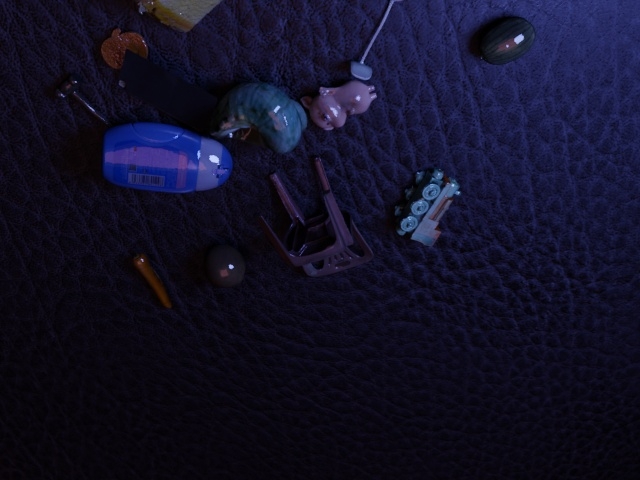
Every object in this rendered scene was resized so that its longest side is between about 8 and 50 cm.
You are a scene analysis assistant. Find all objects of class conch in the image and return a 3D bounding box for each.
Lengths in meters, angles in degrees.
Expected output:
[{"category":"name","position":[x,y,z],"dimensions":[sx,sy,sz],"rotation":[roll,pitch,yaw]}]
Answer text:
[{"category":"conch","position":[-0.117,-0.240,1.269],"dimensions":[0.188,0.121,0.176],"rotation":[18,151,-14]}]

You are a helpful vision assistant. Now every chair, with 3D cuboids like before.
[{"category":"chair","position":[0.000,0.000,1.413],"dimensions":[0.176,0.183,0.326],"rotation":[-19,124,13]}]

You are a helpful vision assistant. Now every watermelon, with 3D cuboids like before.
[{"category":"watermelon","position":[0.350,-0.375,1.205],"dimensions":[0.111,0.078,0.078],"rotation":[-24,124,15]}]

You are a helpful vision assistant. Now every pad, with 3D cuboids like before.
[{"category":"pad","position":[-0.303,-0.291,1.255],"dimensions":[0.193,0.004,0.116],"rotation":[28,145,-11]}]

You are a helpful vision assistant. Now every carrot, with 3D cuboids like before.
[{"category":"carrot","position":[-0.408,0.106,1.572],"dimensions":[0.037,0.037,0.190],"rotation":[-15,127,10]}]

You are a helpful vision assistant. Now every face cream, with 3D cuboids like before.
[{"category":"face cream","position":[-0.315,-0.168,1.327],"dimensions":[0.264,0.083,0.149],"rotation":[5,120,-15]}]

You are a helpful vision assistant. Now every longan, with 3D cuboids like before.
[{"category":"longan","position":[-0.233,0.058,1.509],"dimensions":[0.119,0.106,0.106],"rotation":[21,138,37]}]

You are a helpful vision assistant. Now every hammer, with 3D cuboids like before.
[{"category":"hammer","position":[-0.422,-0.225,1.333],"dimensions":[0.058,0.029,0.292],"rotation":[-31,124,22]}]

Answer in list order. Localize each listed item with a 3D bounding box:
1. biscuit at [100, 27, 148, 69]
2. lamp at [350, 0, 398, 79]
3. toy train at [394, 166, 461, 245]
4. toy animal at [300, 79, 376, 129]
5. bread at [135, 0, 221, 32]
[{"category":"biscuit","position":[-0.379,-0.371,1.228],"dimensions":[0.091,0.015,0.078],"rotation":[-11,125,7]},{"category":"lamp","position":[0.113,-0.401,1.198],"dimensions":[0.050,0.056,0.198],"rotation":[20,121,-12]},{"category":"toy train","position":[0.243,-0.079,1.433],"dimensions":[0.118,0.074,0.175],"rotation":[17,120,-25]},{"category":"toy animal","position":[0.041,-0.272,1.280],"dimensions":[0.150,0.089,0.083],"rotation":[-17,94,15]},{"category":"bread","position":[-0.251,-0.456,1.140],"dimensions":[0.147,0.127,0.152],"rotation":[-30,155,17]}]
